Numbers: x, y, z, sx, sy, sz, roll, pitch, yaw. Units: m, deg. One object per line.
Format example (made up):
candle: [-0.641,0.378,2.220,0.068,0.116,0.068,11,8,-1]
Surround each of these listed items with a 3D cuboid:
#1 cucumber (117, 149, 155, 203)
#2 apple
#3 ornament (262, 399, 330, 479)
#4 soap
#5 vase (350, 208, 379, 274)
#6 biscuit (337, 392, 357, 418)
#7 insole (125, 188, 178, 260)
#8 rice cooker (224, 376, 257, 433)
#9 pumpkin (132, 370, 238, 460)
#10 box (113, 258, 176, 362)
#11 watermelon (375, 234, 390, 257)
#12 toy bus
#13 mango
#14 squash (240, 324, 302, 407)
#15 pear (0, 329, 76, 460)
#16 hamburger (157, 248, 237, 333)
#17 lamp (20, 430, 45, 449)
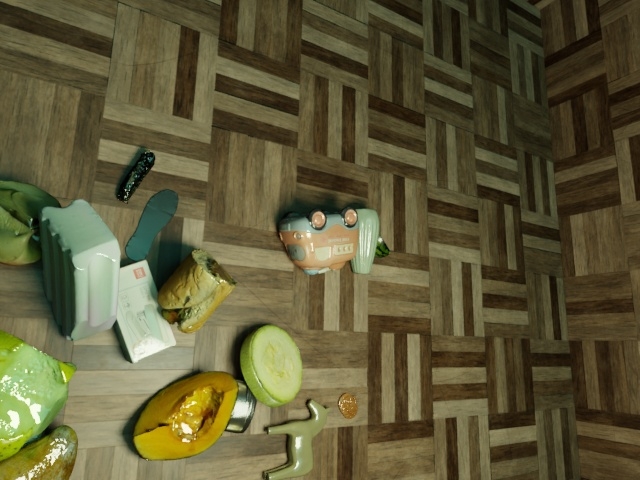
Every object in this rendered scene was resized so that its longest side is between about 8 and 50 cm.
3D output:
cucumber: [-0.553,-0.191,1.419,0.053,0.053,0.181,34,65,-23]
apple: [-0.762,-0.045,1.184,0.188,0.174,0.207,30,69,5]
ornament: [-0.069,0.646,1.551,0.245,0.061,0.230,4,76,-31]
soap: [-0.602,0.096,1.190,0.115,0.346,0.208,-22,56,-42]
vase: [0.158,0.005,1.795,0.128,0.128,0.248,1,90,-33]
biscuit: [0.102,0.590,1.700,0.078,0.015,0.091,-41,103,-31]
insole: [-0.512,-0.052,1.443,0.086,0.005,0.253,34,64,-22]
rice cooker: [-0.252,0.495,1.434,0.107,0.112,0.165,10,69,-25]
pumpkin: [-0.364,0.498,1.361,0.312,0.148,0.169,-23,122,-8]
box: [-0.522,0.198,1.340,0.135,0.079,0.269,-20,92,-35]
watermelon: [0.230,0.005,1.870,0.087,0.069,0.163,-47,108,-30]
toy bus: [0.000,0.000,1.666,0.288,0.194,0.232,-8,97,-34]
mango: [-0.705,0.576,1.102,0.316,0.146,0.192,-48,136,-36]
squash: [-0.145,0.393,1.502,0.252,0.049,0.252,38,37,-35]
pear: [-0.737,0.355,1.065,0.286,0.176,0.281,40,61,-20]
hamburger: [-0.359,0.149,1.345,0.162,0.330,0.209,42,84,-7]
lamp: [-0.836,0.424,1.111,0.267,0.047,0.269,-26,94,-37]
